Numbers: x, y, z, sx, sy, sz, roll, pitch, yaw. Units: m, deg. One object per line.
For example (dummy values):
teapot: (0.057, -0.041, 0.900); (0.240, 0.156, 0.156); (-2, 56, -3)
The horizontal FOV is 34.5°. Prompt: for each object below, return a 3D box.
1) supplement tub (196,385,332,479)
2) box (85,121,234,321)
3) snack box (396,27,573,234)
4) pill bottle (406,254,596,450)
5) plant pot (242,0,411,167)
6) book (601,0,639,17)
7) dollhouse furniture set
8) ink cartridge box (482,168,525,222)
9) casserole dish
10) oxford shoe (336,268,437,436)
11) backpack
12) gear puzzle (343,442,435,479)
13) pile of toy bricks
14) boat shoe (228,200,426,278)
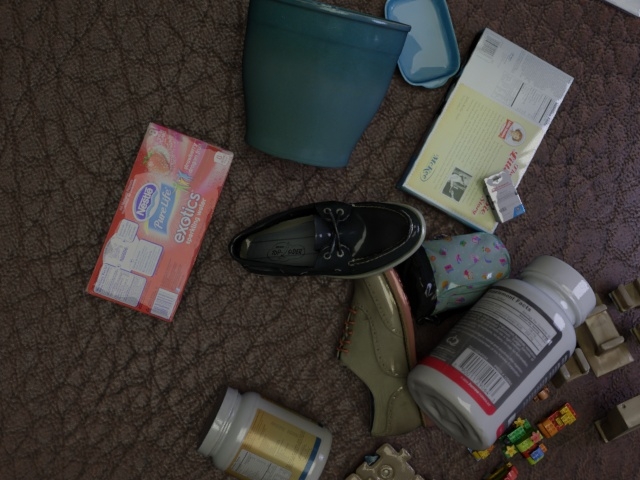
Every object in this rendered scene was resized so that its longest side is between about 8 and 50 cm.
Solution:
supplement tub: (-0.096, 0.345, 1.750); (0.200, 0.144, 0.144); (27, 88, -6)
box: (-0.267, -0.030, 1.728); (0.154, 0.142, 0.300); (20, 88, -6)
snack box: (0.292, -0.191, 1.830); (0.187, 0.060, 0.322); (29, 88, -7)
pill bottle: (0.305, 0.175, 1.690); (0.318, 0.176, 0.176); (-43, 95, -18)
plant pot: (-0.011, -0.263, 1.706); (0.272, 0.271, 0.255); (12, 103, -6)
book: (0.534, -0.479, 1.873); (0.144, 0.035, 0.096); (23, 92, -8)
dollhouse furniture set: (0.515, 0.221, 1.846); (0.212, 0.161, 0.242); (-23, 71, -6)
ink cartridge box: (0.316, -0.078, 1.792); (0.048, 0.028, 0.083); (-24, 97, -8)
casserole dish: (0.178, -0.361, 1.829); (0.114, 0.037, 0.188); (-16, 93, -6)
oxford shoe: (0.089, 0.154, 1.775); (0.147, 0.140, 0.397); (-19, 91, 0)
backpack: (0.239, 0.058, 1.789); (0.182, 0.115, 0.152); (-8, 67, -14)
gear puzzle: (0.175, 0.520, 1.835); (0.175, 0.044, 0.339); (-44, 95, 1)
pile of toy bricks: (0.359, 0.347, 1.821); (0.212, 0.105, 0.118); (-37, 94, -5)
boat shoe: (-0.001, -0.004, 1.696); (0.340, 0.113, 0.127); (-3, 81, 26)
